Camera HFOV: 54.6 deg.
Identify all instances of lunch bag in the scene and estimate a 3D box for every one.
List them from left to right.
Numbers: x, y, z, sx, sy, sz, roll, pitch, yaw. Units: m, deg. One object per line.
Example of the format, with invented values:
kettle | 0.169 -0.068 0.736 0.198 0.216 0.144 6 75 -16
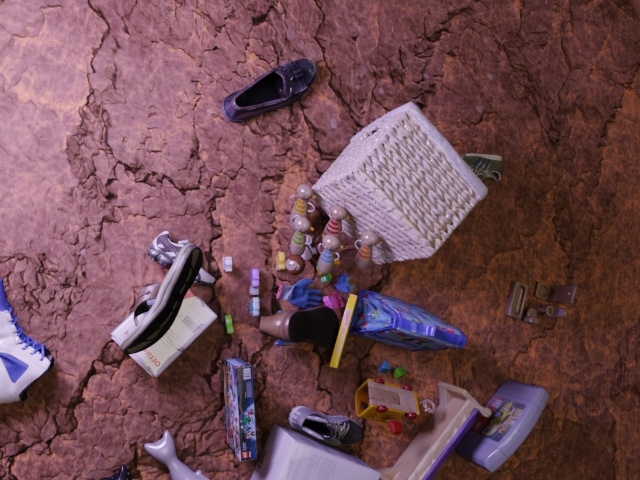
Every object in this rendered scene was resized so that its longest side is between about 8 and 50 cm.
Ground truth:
lunch bag | 0.246 0.232 1.704 0.221 0.293 0.138 19 81 -18

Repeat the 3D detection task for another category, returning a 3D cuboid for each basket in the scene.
basket | 0.199 -0.132 1.671 0.331 0.328 0.266 45 69 -13

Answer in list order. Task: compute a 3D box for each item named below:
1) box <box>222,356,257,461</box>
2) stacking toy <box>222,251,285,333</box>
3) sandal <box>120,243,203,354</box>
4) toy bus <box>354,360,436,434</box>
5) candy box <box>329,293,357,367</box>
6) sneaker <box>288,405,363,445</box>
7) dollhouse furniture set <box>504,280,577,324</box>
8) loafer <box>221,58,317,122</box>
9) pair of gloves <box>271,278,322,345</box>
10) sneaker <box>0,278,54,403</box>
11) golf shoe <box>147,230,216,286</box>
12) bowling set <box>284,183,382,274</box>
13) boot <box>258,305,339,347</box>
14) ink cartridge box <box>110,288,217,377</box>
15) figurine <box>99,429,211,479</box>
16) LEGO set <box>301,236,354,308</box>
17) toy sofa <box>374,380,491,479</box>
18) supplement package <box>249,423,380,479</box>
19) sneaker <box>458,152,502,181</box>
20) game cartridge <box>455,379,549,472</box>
box | -0.211 0.429 1.602 0.044 0.159 0.233 -3 89 -22
stacking toy | -0.177 0.143 1.683 0.167 0.052 0.221 -1 89 -20
sandal | -0.389 0.138 1.494 0.086 0.120 0.302 25 75 14
toy bus | 0.197 0.472 1.776 0.202 0.104 0.191 49 41 14
candy box | 0.067 0.255 1.739 0.027 0.105 0.205 15 82 9
sneaker | 0.031 0.525 1.700 0.229 0.132 0.086 19 82 -18
dollhouse furniture set | 0.694 0.192 1.958 0.151 0.123 0.144 19 82 -18
loafer | -0.127 -0.415 1.699 0.303 0.095 0.109 -32 99 -18
pair of gloves | -0.070 0.197 1.712 0.159 0.023 0.198 19 80 -40
sneaker | -0.722 0.243 1.454 0.182 0.127 0.315 1 94 -24
golf shoe | -0.347 0.049 1.612 0.198 0.077 0.093 33 77 -17
bowling set | 0.000 0.000 1.616 0.287 0.154 0.200 28 44 15
boot | -0.049 0.228 1.663 0.305 0.115 0.112 19 72 -58
ink cartridge box | -0.399 0.216 1.578 0.218 0.092 0.158 -45 101 -18
figurine | -0.412 0.617 1.565 0.215 0.092 0.209 -37 96 -18
LEGO set | 0.014 0.095 1.716 0.227 0.087 0.093 62 35 -7
toy sofa | 0.338 0.607 1.800 0.177 0.150 0.362 45 74 -12
supplement package | -0.023 0.642 1.641 0.263 0.198 0.199 26 79 -17
sneaker | 0.490 -0.223 1.931 0.192 0.064 0.086 -1 83 -23
game cartridge | 0.547 0.547 1.853 0.060 0.196 0.294 47 74 -13
